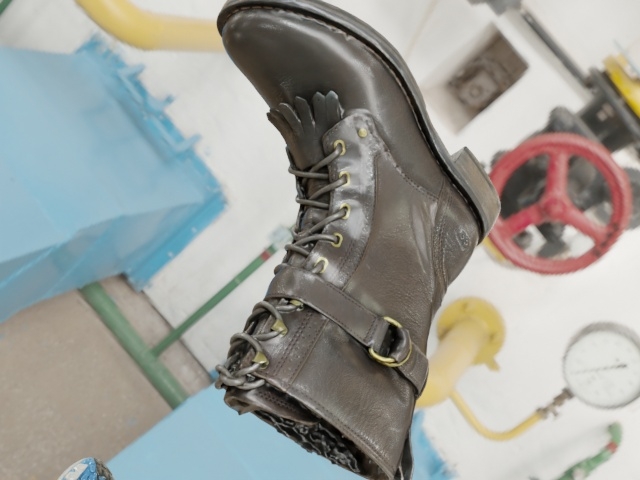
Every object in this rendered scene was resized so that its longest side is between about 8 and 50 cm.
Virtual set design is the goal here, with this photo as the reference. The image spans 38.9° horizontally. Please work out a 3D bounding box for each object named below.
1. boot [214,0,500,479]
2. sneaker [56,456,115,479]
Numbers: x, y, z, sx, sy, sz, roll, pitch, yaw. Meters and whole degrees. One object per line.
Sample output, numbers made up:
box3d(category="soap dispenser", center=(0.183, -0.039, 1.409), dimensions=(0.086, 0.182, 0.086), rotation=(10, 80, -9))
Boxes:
box3d(category="boot", center=(0.000, 0.000, 0.550), dimensions=(0.263, 0.091, 0.229), rotation=(41, 57, -18))
box3d(category="sneaker", center=(-0.270, 0.305, 0.898), dimensions=(0.071, 0.082, 0.191), rotation=(39, 55, -28))
